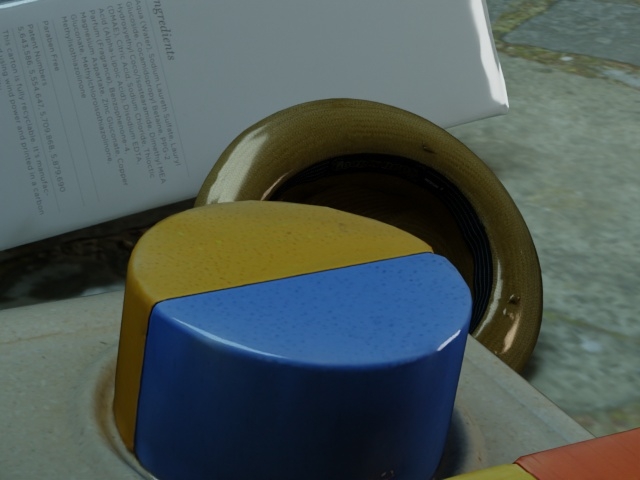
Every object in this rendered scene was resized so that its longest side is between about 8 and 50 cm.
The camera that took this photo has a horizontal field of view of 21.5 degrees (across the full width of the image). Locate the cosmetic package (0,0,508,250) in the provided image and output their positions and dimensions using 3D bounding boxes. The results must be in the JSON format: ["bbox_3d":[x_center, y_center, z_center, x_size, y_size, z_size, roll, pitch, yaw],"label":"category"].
[{"bbox_3d":[-0.093,-0.113,1.160,0.385,0.156,0.217,-14,9,-18],"label":"cosmetic package"}]

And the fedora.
[{"bbox_3d":[0.016,0.022,0.853,0.194,0.194,0.079,-21,-14,-30],"label":"fedora"}]

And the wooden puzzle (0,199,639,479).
[{"bbox_3d":[-0.036,0.076,0.362,0.322,0.080,0.348,-9,27,-33],"label":"wooden puzzle"}]
